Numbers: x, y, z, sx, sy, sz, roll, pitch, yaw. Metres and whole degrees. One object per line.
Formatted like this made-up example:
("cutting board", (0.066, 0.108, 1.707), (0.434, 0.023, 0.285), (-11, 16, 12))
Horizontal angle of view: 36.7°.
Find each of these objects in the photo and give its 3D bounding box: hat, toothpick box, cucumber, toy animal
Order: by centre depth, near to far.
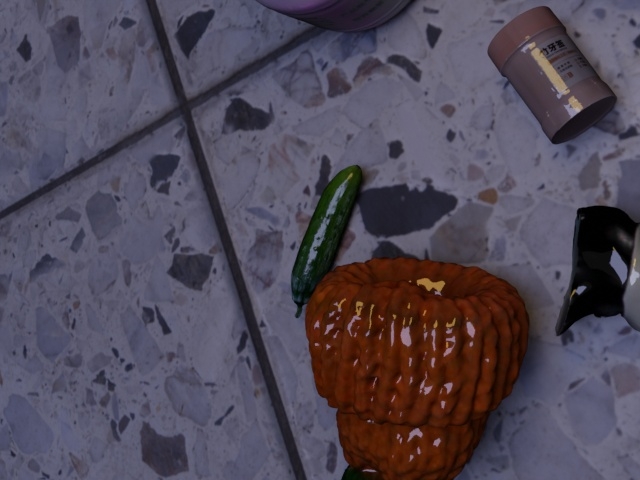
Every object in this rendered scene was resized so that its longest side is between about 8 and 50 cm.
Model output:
("toy animal", (0.380, 0.047, 1.158), (0.179, 0.138, 0.166), (9, 114, 23))
("toothpick box", (0.292, -0.209, 1.224), (0.098, 0.098, 0.149), (-39, 71, 25))
("hat", (0.106, 0.229, 1.247), (0.285, 0.285, 0.400), (9, 98, 31))
("cucumber", (0.000, 0.000, 1.429), (0.056, 0.056, 0.250), (28, 101, 29))

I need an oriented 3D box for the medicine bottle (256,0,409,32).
("medicine bottle", (-0.020, -0.428, 1.287), (0.256, 0.325, 0.256), (-1, 89, 33))
